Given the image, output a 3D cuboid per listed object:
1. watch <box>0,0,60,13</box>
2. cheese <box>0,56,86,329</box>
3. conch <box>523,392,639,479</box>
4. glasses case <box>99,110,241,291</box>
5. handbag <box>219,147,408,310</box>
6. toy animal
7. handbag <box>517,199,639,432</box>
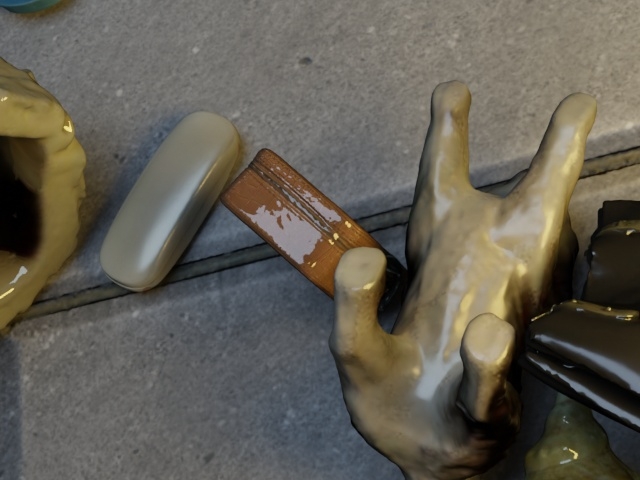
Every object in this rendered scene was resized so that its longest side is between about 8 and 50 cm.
[{"bbox_3d":[-0.387,-0.364,1.922,0.211,0.193,0.211,-10,61,18],"label":"watch"},{"bbox_3d":[-0.383,-0.054,1.689,0.292,0.332,0.153,-25,53,-36],"label":"cheese"},{"bbox_3d":[0.216,0.304,1.358,0.169,0.203,0.386,-40,52,50],"label":"conch"},{"bbox_3d":[-0.154,-0.041,1.755,0.081,0.051,0.204,27,79,30],"label":"glasses case"},{"bbox_3d":[0.000,0.000,1.588,0.072,0.193,0.151,-48,61,-1],"label":"handbag"},{"bbox_3d":[0.135,0.068,1.495,0.194,0.303,0.344,13,48,23],"label":"toy animal"},{"bbox_3d":[0.318,0.079,1.331,0.288,0.342,0.152,22,121,15],"label":"handbag"}]
